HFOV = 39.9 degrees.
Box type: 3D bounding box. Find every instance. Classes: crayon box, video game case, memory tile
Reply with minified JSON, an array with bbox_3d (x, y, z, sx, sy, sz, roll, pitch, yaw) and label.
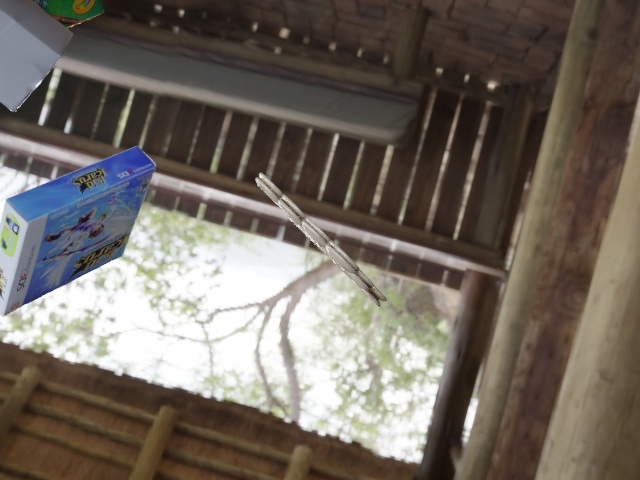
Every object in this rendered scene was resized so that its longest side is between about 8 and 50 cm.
[{"bbox_3d":[-0.510,-0.382,1.484,0.278,0.081,0.165,8,-146,46],"label":"crayon box"},{"bbox_3d":[-0.417,-0.016,1.475,0.061,0.244,0.269,45,-137,13],"label":"video game case"},{"bbox_3d":[0.000,0.000,0.836,0.148,0.012,0.113,44,178,34],"label":"memory tile"}]

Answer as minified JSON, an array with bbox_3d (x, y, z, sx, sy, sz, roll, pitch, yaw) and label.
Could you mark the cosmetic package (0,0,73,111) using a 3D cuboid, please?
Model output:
[{"bbox_3d":[-0.489,-0.313,1.256,0.238,0.127,0.107,39,-155,-28],"label":"cosmetic package"}]
